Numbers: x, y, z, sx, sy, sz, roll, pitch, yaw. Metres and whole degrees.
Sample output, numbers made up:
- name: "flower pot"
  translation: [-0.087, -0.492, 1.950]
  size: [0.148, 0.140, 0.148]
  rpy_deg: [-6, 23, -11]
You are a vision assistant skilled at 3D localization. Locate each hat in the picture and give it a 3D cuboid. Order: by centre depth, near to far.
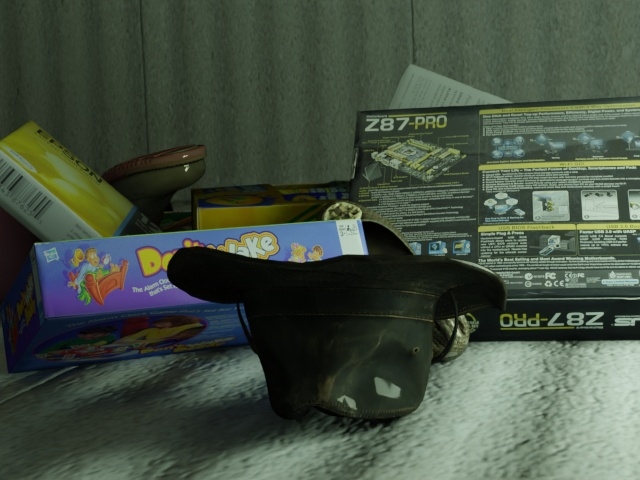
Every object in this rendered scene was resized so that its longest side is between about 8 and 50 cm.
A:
- name: "hat"
  translation: [0.012, 0.094, 1.121]
  size: [0.331, 0.133, 0.331]
  rpy_deg: [5, -10, 1]

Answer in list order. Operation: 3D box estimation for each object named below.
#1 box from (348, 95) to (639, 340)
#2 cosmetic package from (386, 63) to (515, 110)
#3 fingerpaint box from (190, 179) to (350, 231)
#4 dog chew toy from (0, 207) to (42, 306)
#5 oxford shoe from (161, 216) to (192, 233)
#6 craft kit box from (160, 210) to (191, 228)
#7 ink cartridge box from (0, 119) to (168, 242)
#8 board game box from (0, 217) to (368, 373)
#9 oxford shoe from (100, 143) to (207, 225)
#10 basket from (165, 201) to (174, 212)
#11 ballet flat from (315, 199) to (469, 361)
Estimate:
- name: "box"
  translation: [0.229, -0.029, 1.522]
  size: [0.395, 0.318, 0.097]
  rpy_deg: [-2, -39, 9]
- name: "cosmetic package"
  translation: [0.297, -0.118, 1.959]
  size: [0.385, 0.156, 0.217]
  rpy_deg: [23, 0, 20]
- name: "fingerpaint box"
  translation: [0.000, 0.000, 1.851]
  size: [0.371, 0.163, 0.445]
  rpy_deg: [-3, 6, -6]
- name: "dog chew toy"
  translation: [-0.477, 0.009, 1.858]
  size: [0.207, 0.206, 0.332]
  rpy_deg: [1, 16, 30]
- name: "oxford shoe"
  translation: [-0.247, 0.022, 2.183]
  size: [0.271, 0.096, 0.098]
  rpy_deg: [-8, 25, -3]
- name: "craft kit box"
  translation: [-0.297, -0.010, 2.348]
  size: [0.250, 0.060, 0.246]
  rpy_deg: [-3, -9, -6]
- name: "ink cartridge box"
  translation: [-0.314, -0.040, 1.755]
  size: [0.304, 0.072, 0.307]
  rpy_deg: [40, 13, -10]
- name: "board game box"
  translation: [-0.148, 0.061, 1.364]
  size: [0.347, 0.078, 0.233]
  rpy_deg: [-5, -16, -24]
- name: "oxford shoe"
  translation: [-0.280, -0.045, 1.989]
  size: [0.140, 0.146, 0.397]
  rpy_deg: [-18, -4, -36]
- name: "basket"
  translation: [-0.408, -0.051, 2.583]
  size: [0.204, 0.154, 0.227]
  rpy_deg: [-2, 2, -11]
- name: "ballet flat"
  translation: [0.077, 0.033, 1.400]
  size: [0.084, 0.058, 0.250]
  rpy_deg: [-32, 57, -10]
